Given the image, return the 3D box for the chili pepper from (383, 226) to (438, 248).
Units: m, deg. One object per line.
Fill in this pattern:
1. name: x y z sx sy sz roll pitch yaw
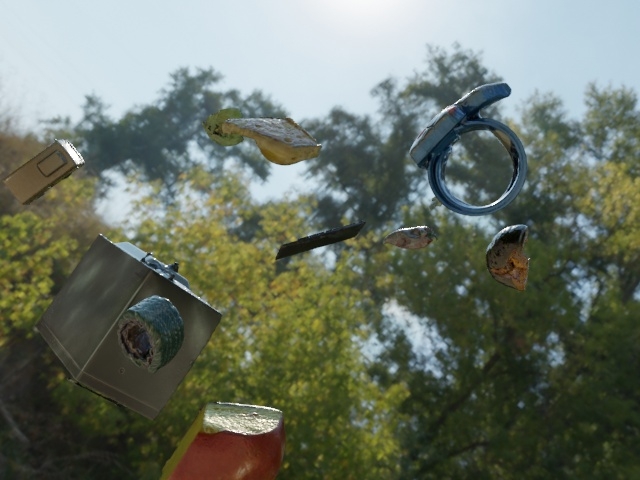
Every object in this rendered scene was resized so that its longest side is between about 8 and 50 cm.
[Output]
1. chili pepper: 0.218 -0.005 1.817 0.153 0.050 0.041 -9 -38 44

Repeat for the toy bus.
1. toy bus: -0.693 -0.174 1.913 0.091 0.182 0.103 54 -5 -10

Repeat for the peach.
1. peach: -0.266 0.638 2.207 0.306 0.380 0.242 35 10 -18

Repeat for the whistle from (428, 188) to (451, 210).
1. whistle: 0.339 -0.117 2.167 0.035 0.100 0.035 35 -32 25

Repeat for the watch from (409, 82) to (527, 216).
1. watch: 0.399 -0.215 1.871 0.274 0.305 0.241 49 16 9

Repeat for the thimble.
1. thimble: -0.343 0.187 1.538 0.118 0.090 0.135 19 -61 22

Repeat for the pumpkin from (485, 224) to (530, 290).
1. pumpkin: 0.474 0.040 1.941 0.108 0.119 0.183 12 -45 25

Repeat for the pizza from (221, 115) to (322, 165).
1. pizza: -0.118 -0.222 1.736 0.188 0.204 0.080 41 -56 41

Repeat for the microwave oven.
1. microwave oven: -0.497 0.198 1.957 0.236 0.374 0.432 38 -9 -33

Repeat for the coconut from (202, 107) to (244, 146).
1. coconut: -0.299 -0.347 2.378 0.133 0.055 0.158 49 -51 -7

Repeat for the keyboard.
1. keyboard: -0.001 -0.002 1.591 0.015 0.196 0.074 68 -24 15
